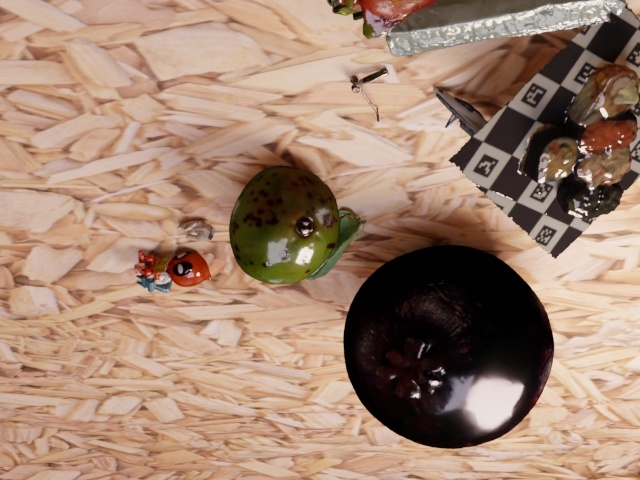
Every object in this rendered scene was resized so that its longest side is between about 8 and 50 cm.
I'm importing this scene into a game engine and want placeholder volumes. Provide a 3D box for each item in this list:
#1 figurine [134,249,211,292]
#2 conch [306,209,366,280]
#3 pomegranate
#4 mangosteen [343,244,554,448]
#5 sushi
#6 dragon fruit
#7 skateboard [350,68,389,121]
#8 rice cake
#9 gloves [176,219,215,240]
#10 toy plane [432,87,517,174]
[{"bbox_3d":[-0.274,0.059,2.225,0.140,0.068,0.075,3,142,2],"label":"figurine"},{"bbox_3d":[0.000,0.000,2.132,0.106,0.079,0.170,23,125,-35],"label":"conch"},{"bbox_3d":[-0.073,-0.023,2.023,0.202,0.202,0.248,24,170,-27],"label":"pomegranate"},{"bbox_3d":[0.249,0.184,2.171,0.382,0.382,0.435,-22,176,30],"label":"mangosteen"},{"bbox_3d":[0.410,-0.139,1.773,0.339,0.069,0.320,-44,130,7],"label":"sushi"},{"bbox_3d":[0.071,-0.368,1.535,0.200,0.198,0.269,21,156,-41],"label":"dragon fruit"},{"bbox_3d":[0.089,-0.227,1.845,0.064,0.032,0.083,-21,137,13],"label":"skateboard"},{"bbox_3d":[0.258,-0.320,1.672,0.336,0.066,0.063,-7,143,11],"label":"rice cake"},{"bbox_3d":[-0.220,-0.016,2.144,0.081,0.037,0.044,13,118,3],"label":"gloves"},{"bbox_3d":[0.265,-0.155,1.858,0.234,0.160,0.082,27,115,0],"label":"toy plane"}]
